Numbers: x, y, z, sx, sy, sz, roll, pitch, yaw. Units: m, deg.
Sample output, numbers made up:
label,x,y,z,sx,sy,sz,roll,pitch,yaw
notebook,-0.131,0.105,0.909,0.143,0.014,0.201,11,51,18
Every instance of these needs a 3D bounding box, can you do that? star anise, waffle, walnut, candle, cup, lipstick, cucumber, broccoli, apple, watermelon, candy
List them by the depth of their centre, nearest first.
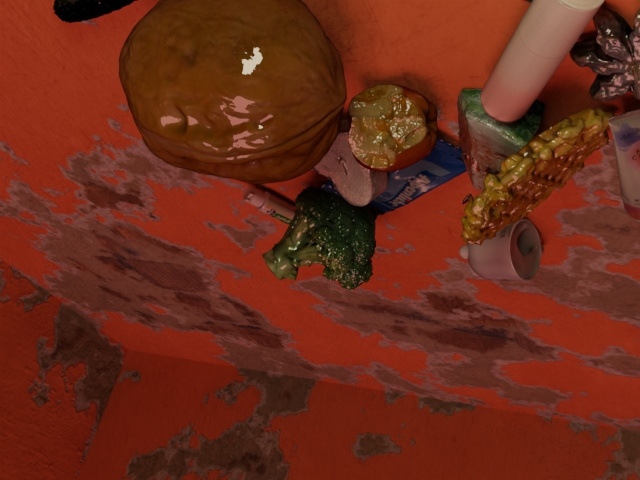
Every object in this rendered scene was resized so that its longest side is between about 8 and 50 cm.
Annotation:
label,x,y,z,sx,sy,sz,roll,pitch,yaw
star anise,0.496,-0.266,1.371,0.262,0.081,0.230,28,144,-17
lipstick,0.333,-0.295,1.397,0.087,0.087,0.327,18,158,0
walnut,-0.144,-0.260,1.545,0.397,0.308,0.354,9,156,25
waffle,0.371,-0.110,1.594,0.068,0.302,0.325,53,158,20
cucumber,-0.399,-0.440,1.638,0.300,0.072,0.072,-6,147,44
apple,0.135,-0.205,1.670,0.158,0.156,0.147,1,169,13
watermelon,0.310,-0.176,1.689,0.154,0.094,0.241,22,156,11
candle,0.059,-0.172,1.819,0.192,0.068,0.168,45,141,8
candy,0.161,-0.140,1.888,0.187,0.077,0.331,21,153,-26
cup,0.404,0.013,2.018,0.142,0.173,0.134,-4,117,44
broccoli,0.000,0.000,2.067,0.270,0.270,0.270,-27,147,1

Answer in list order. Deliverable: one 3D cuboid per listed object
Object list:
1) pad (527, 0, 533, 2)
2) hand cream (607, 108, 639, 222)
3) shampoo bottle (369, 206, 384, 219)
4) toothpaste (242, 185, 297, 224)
label,x,y,z,sx,sy,sz,roll,pitch,yaw
pad,0.310,-0.415,1.267,0.170,0.006,0.245,17,156,1
hand cream,0.580,-0.127,1.612,0.124,0.078,0.341,-13,146,12
shampoo bottle,0.101,-0.058,2.164,0.048,0.027,0.137,35,151,-29
toothpaste,-0.054,-0.054,2.264,0.314,0.056,0.058,27,-165,-27
